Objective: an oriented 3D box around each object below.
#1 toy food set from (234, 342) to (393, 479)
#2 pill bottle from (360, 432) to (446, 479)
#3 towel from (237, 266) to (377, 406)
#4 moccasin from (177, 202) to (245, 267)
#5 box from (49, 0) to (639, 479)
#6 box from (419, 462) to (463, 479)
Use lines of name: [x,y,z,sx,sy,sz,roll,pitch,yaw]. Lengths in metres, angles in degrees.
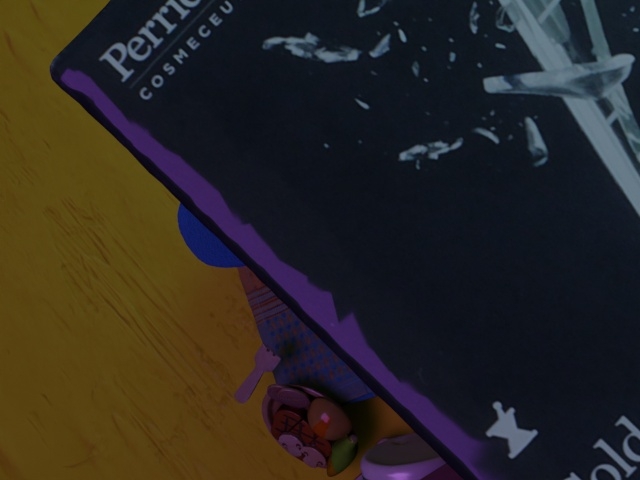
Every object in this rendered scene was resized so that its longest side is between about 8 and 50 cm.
toy food set: [-0.015,0.213,1.358,0.192,0.038,0.132,36,136,4]
pill bottle: [0.117,0.317,1.271,0.117,0.117,0.208,-5,100,42]
towel: [0.000,0.000,1.335,0.271,0.040,0.370,-23,86,43]
moccasin: [-0.005,-0.073,1.220,0.342,0.117,0.138,-29,94,38]
box: [0.187,-0.093,0.775,0.472,0.297,0.480,43,91,10]
box: [0.201,0.292,1.105,0.213,0.243,0.117,42,126,25]
